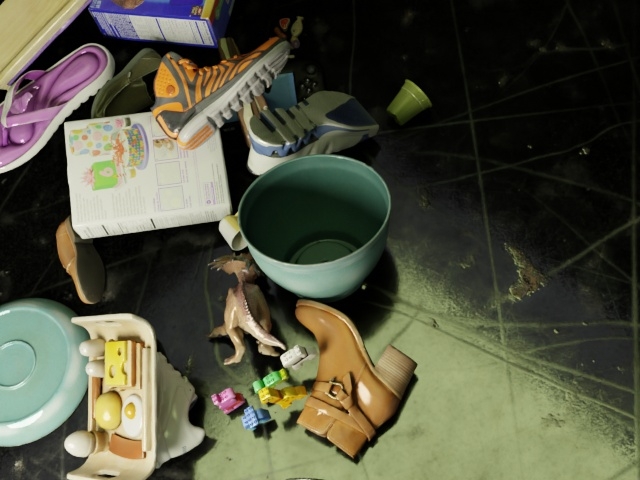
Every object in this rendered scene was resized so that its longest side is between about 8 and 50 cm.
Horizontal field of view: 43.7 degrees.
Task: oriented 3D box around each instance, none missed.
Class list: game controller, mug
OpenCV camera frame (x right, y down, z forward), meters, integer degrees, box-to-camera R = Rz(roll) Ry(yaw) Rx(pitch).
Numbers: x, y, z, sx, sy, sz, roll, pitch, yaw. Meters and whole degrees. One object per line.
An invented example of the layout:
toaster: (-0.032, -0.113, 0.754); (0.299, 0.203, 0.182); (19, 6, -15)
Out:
game controller: (-0.141, -0.323, 1.837); (0.319, 0.067, 0.166); (-9, 64, 4)
mug: (-0.179, -0.026, 1.710); (0.078, 0.062, 0.064); (-37, 57, -17)

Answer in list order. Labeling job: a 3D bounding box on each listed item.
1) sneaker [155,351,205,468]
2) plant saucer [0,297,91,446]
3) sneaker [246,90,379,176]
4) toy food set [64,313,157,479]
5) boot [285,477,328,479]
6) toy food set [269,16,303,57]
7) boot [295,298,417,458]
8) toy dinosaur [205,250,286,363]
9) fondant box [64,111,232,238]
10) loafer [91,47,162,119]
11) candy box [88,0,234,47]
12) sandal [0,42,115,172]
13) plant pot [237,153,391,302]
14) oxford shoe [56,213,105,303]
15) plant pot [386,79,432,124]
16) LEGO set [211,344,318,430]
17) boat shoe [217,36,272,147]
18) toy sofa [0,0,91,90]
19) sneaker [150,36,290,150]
sneaker: (-0.317, 0.293, 1.569); (0.129, 0.111, 0.297); (-15, 65, -18)
plant saucer: (-0.628, 0.261, 1.645); (0.317, 0.044, 0.318); (-3, 66, 6)
sneaker: (-0.043, -0.208, 1.741); (0.315, 0.182, 0.127); (-18, 62, -34)
toy food set: (-0.403, 0.292, 1.479); (0.219, 0.092, 0.306); (-9, 79, 44)
boot: (0.038, 0.518, 1.415); (0.246, 0.083, 0.161); (10, 73, 14)
toy food set: (-0.086, -0.498, 1.936); (0.078, 0.019, 0.122); (2, 65, 9)
boot: (0.020, 0.260, 1.535); (0.283, 0.109, 0.220); (32, 79, 16)
toy dinosaur: (-0.146, 0.117, 1.547); (0.127, 0.295, 0.200); (-1, 103, -17)
fondant box: (-0.370, -0.149, 1.723); (0.330, 0.096, 0.238); (-8, 75, -7)
loafer: (-0.441, -0.348, 1.873); (0.087, 0.094, 0.251); (25, 71, 22)
candy box: (-0.376, -0.631, 1.981); (0.317, 0.122, 0.268); (8, 68, 11)
sandal: (-0.676, -0.338, 1.896); (0.169, 0.102, 0.416); (36, 75, 21)
plant pot: (0.000, 0.000, 1.575); (0.293, 0.196, 0.293); (-5, 47, 6)
oxford shoe: (-0.523, 0.051, 1.725); (0.076, 0.076, 0.212); (-33, 62, 24)
plant pot: (0.191, -0.302, 1.780); (0.079, 0.083, 0.083); (-44, 67, 0)
LEGO set: (-0.107, 0.283, 1.486); (0.227, 0.093, 0.087); (-35, 59, 16)
boat shoe: (-0.154, -0.336, 1.778); (0.095, 0.095, 0.257); (-18, 86, -8)
toy sofa: (-0.679, -0.527, 1.911); (0.362, 0.177, 0.150); (-40, 85, 15)
sneaker: (-0.225, -0.353, 1.668); (0.321, 0.124, 0.180); (-41, 79, -7)
